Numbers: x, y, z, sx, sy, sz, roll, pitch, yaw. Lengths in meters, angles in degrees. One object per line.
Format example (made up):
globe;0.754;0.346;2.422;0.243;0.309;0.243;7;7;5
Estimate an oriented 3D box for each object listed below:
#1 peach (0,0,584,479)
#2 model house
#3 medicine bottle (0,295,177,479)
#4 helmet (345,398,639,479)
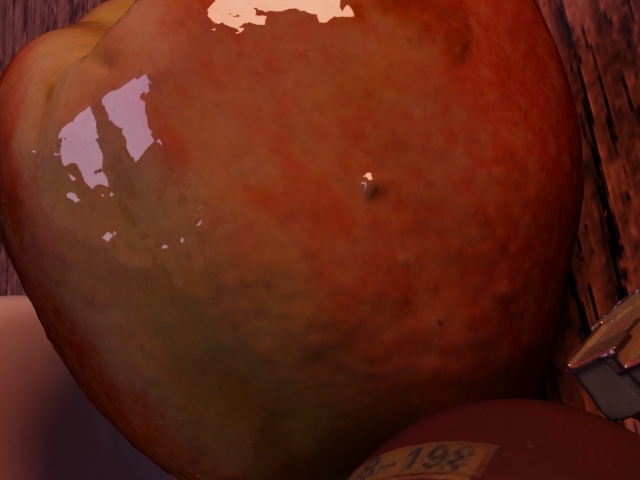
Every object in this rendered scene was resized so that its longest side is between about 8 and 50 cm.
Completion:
peach;0.000;0.000;0.662;0.232;0.256;0.232;-36;10;7
model house;0.132;0.036;0.552;0.058;0.057;0.083;-42;6;-36
medicine bottle;-0.164;0.201;0.795;0.302;0.241;0.241;-52;33;33
helmet;0.073;0.105;0.547;0.175;0.155;0.106;-22;34;51
